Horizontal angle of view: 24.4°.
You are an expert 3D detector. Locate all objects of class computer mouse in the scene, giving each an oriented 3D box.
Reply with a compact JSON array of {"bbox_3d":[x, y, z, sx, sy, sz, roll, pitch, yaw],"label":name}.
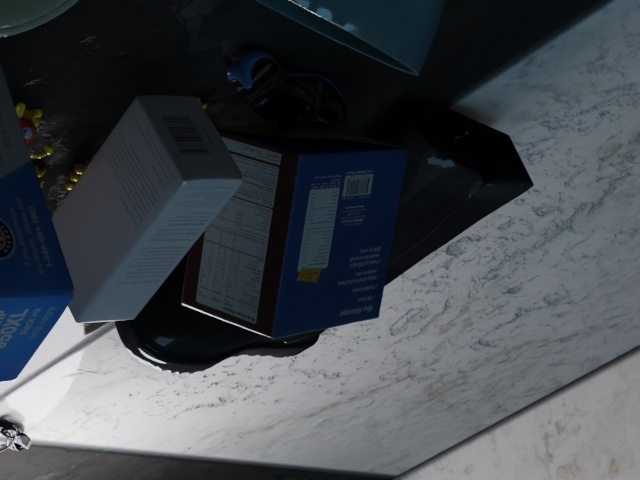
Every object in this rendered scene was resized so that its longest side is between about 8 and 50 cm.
[{"bbox_3d":[-0.535,0.328,2.240,0.193,0.042,0.106,-27,161,0],"label":"computer mouse"}]

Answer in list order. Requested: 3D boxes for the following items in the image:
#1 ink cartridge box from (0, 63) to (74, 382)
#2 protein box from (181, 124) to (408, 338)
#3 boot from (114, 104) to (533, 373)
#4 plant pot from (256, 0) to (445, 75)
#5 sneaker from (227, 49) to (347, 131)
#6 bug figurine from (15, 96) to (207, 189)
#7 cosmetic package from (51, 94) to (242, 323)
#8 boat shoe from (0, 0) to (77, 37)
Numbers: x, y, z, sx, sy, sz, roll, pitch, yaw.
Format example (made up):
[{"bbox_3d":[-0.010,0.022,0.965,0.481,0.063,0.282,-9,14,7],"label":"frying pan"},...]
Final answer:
[{"bbox_3d":[-0.451,-0.021,1.271,0.395,0.285,0.166,-2,148,-37],"label":"ink cartridge box"},{"bbox_3d":[-0.027,-0.016,1.636,0.200,0.136,0.201,-8,111,-52],"label":"protein box"},{"bbox_3d":[0.001,0.000,1.852,0.445,0.146,0.367,-35,161,35],"label":"boot"},{"bbox_3d":[-0.008,-0.281,1.161,0.290,0.290,0.195,20,99,-56],"label":"plant pot"},{"bbox_3d":[-0.032,-0.147,1.604,0.067,0.078,0.188,-33,156,22],"label":"sneaker"},{"bbox_3d":[-0.253,-0.080,1.573,0.279,0.072,0.216,-7,152,-30],"label":"bug figurine"},{"bbox_3d":[-0.188,-0.029,1.511,0.085,0.117,0.231,-2,144,-45],"label":"cosmetic package"},{"bbox_3d":[-0.319,-0.206,1.275,0.233,0.084,0.079,-21,-163,-19],"label":"boat shoe"}]
